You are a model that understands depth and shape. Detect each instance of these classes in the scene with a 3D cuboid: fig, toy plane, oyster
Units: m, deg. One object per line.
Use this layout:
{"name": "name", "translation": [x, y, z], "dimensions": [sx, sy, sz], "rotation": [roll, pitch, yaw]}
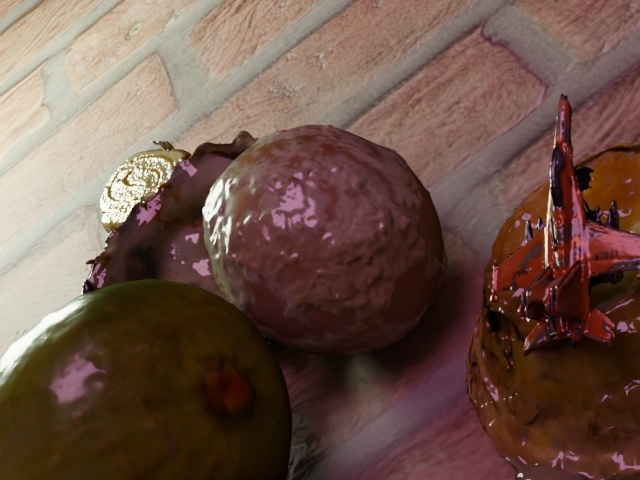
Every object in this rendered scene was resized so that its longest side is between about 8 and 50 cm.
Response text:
{"name": "fig", "translation": [-0.182, 0.184, 1.318], "dimensions": [0.326, 0.258, 0.258], "rotation": [-32, 32, 28]}
{"name": "toy plane", "translation": [0.177, -0.012, 1.097], "dimensions": [0.135, 0.062, 0.188], "rotation": [-13, 57, 39]}
{"name": "oyster", "translation": [-0.135, 0.027, 1.564], "dimensions": [0.221, 0.096, 0.361], "rotation": [-4, 44, 5]}

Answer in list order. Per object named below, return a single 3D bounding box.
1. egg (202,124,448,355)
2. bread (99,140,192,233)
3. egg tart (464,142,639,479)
{"name": "egg", "translation": [0.000, 0.000, 1.380], "dimensions": [0.203, 0.203, 0.245], "rotation": [-48, 44, -10]}
{"name": "bread", "translation": [-0.188, -0.048, 1.754], "dimensions": [0.149, 0.073, 0.122], "rotation": [0, 52, 46]}
{"name": "egg tart", "translation": [0.235, 0.032, 1.169], "dimensions": [0.341, 0.129, 0.341], "rotation": [-26, 37, 21]}
